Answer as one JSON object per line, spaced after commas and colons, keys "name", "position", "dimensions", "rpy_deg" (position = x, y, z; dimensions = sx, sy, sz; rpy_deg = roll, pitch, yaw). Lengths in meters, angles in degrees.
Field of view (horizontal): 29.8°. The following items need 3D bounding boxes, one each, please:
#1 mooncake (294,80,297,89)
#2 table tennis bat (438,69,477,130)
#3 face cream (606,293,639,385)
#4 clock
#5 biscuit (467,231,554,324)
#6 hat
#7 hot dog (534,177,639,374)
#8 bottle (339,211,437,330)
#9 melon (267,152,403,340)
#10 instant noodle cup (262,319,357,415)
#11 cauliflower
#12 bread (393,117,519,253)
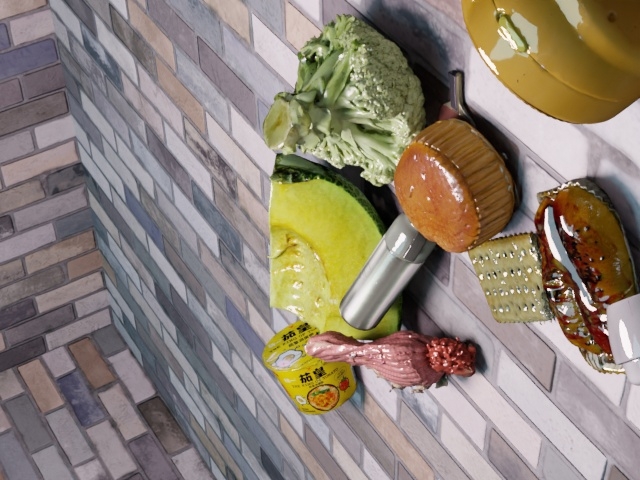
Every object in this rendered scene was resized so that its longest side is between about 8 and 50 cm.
{"name": "mooncake", "position": [-0.004, -0.216, 2.107], "dimensions": [0.125, 0.073, 0.130], "rpy_deg": [56, 158, 20]}
{"name": "table tennis bat", "position": [0.200, -0.175, 1.749], "dimensions": [0.095, 0.014, 0.158], "rpy_deg": [42, 150, 47]}
{"name": "face cream", "position": [0.402, 0.112, 1.430], "dimensions": [0.117, 0.117, 0.104], "rpy_deg": [135, 118, -67]}
{"name": "clock", "position": [0.248, -0.282, 1.239], "dimensions": [0.317, 0.244, 0.200], "rpy_deg": [60, 142, 7]}
{"name": "biscuit", "position": [0.287, 0.061, 1.782], "dimensions": [0.144, 0.016, 0.203], "rpy_deg": [68, 159, -4]}
{"name": "hat", "position": [0.139, 0.208, 2.050], "dimensions": [0.286, 0.237, 0.107], "rpy_deg": [-3, 79, 36]}
{"name": "hot dog", "position": [0.343, 0.046, 1.550], "dimensions": [0.163, 0.082, 0.270], "rpy_deg": [15, 126, 65]}
{"name": "bottle", "position": [0.114, 0.052, 1.984], "dimensions": [0.253, 0.079, 0.096], "rpy_deg": [-57, 12, 37]}
{"name": "melon", "position": [0.000, 0.000, 2.128], "dimensions": [0.331, 0.226, 0.343], "rpy_deg": [43, 140, 39]}
{"name": "instant noodle cup", "position": [-0.010, 0.266, 2.486], "dimensions": [0.182, 0.182, 0.144], "rpy_deg": [27, 145, 58]}
{"name": "cauliflower", "position": [0.017, -0.205, 1.828], "dimensions": [0.272, 0.250, 0.275], "rpy_deg": [48, 147, 36]}
{"name": "bread", "position": [0.188, -0.074, 1.738], "dimensions": [0.199, 0.104, 0.199], "rpy_deg": [45, 153, 30]}
